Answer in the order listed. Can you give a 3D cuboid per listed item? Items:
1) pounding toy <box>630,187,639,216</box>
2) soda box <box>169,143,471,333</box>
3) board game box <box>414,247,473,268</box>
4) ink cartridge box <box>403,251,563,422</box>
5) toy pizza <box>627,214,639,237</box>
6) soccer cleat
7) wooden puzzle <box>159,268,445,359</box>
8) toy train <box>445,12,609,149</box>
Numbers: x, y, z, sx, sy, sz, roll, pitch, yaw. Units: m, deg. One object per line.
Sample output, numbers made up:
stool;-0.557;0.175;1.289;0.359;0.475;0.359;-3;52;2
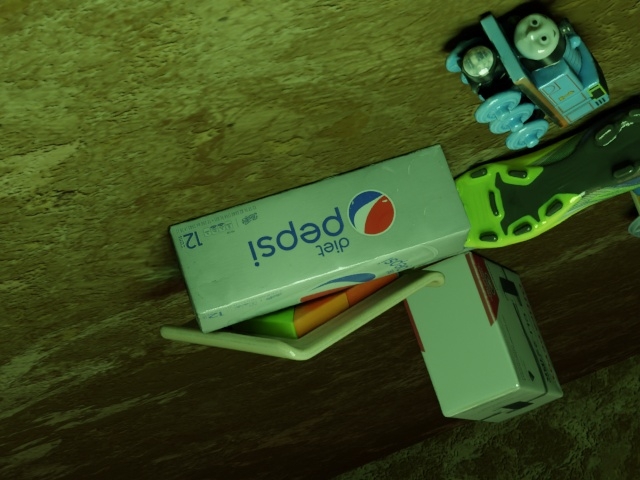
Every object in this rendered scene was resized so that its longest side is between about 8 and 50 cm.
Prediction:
pounding toy;0.411;-0.050;1.739;0.100;0.141;0.130;-15;164;-14
soda box;0.000;0.000;1.511;0.286;0.098;0.091;-18;165;-6
board game box;0.158;0.001;1.853;0.090;0.020;0.090;-16;165;-7
ink cartridge box;0.225;0.139;2.078;0.114;0.197;0.273;-23;165;16
toy pizza;0.508;-0.058;2.041;0.201;0.032;0.201;-19;165;-5
soccer cleat;0.257;-0.062;1.615;0.289;0.093;0.121;-24;171;20
wooden puzzle;-0.021;0.062;1.607;0.238;0.044;0.221;-24;-162;-39
toy train;0.176;-0.141;1.273;0.105;0.080;0.184;-32;160;14
